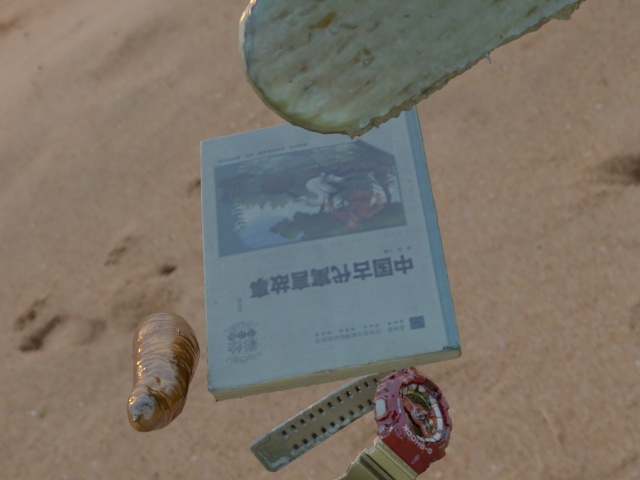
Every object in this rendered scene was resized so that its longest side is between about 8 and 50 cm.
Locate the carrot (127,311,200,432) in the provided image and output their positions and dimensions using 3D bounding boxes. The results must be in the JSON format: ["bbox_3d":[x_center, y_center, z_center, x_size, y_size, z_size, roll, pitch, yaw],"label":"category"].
[{"bbox_3d":[-0.126,0.105,1.041,0.059,0.059,0.248,-36,11,3],"label":"carrot"}]

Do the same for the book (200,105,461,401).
[{"bbox_3d":[0.000,0.000,1.142,0.215,0.025,0.282,-11,52,4],"label":"book"}]

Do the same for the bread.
[{"bbox_3d":[0.065,-0.193,0.691,0.287,0.207,0.056,-27,6,2],"label":"bread"}]

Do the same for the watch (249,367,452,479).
[{"bbox_3d":[0.018,0.228,1.411,0.268,0.102,0.165,-34,22,28],"label":"watch"}]
